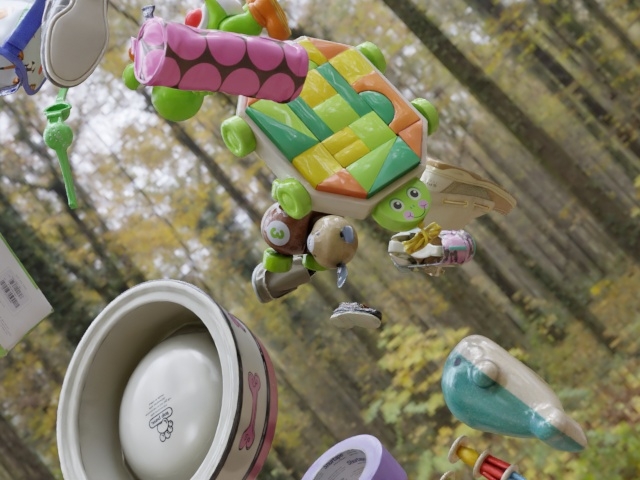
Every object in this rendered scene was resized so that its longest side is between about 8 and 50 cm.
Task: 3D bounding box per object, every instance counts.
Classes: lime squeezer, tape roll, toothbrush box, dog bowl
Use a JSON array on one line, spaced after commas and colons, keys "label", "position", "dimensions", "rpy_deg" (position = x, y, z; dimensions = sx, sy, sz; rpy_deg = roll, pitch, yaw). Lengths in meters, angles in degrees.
[{"label": "lime squeezer", "position": [-0.504, -0.222, 2.053], "dimensions": [0.059, 0.310, 0.110], "rpy_deg": [-20, -31, 15]}, {"label": "tape roll", "position": [0.051, 0.428, 1.778], "dimensions": [0.189, 0.080, 0.189], "rpy_deg": [-34, 18, 13]}, {"label": "toothbrush box", "position": [-0.539, 0.083, 1.404], "dimensions": [0.283, 0.206, 0.122], "rpy_deg": [-24, 16, 29]}, {"label": "dog bowl", "position": [-0.241, 0.276, 1.703], "dimensions": [0.408, 0.408, 0.150], "rpy_deg": [-44, -38, 16]}]

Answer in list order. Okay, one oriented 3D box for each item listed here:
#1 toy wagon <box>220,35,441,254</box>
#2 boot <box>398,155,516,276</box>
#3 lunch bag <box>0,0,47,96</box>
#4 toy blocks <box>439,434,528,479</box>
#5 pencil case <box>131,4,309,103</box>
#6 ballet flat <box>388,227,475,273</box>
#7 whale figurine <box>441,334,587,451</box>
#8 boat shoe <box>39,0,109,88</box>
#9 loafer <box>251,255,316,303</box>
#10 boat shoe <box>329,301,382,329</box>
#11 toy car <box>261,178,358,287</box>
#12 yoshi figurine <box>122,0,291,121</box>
[{"label": "toy wagon", "position": [0.044, -0.132, 1.428], "dimensions": [0.267, 0.344, 0.068], "rpy_deg": [-34, -17, -27]}, {"label": "boot", "position": [0.245, -0.029, 1.920], "dimensions": [0.262, 0.095, 0.203], "rpy_deg": [17, -83, -49]}, {"label": "lunch bag", "position": [-0.683, -0.505, 2.361], "dimensions": [0.386, 0.239, 0.327], "rpy_deg": [0, 58, 54]}, {"label": "toy blocks", "position": [0.271, 0.405, 1.697], "dimensions": [0.054, 0.148, 0.123], "rpy_deg": [-3, -65, -53]}, {"label": "pencil case", "position": [-0.123, -0.220, 1.270], "dimensions": [0.209, 0.095, 0.098], "rpy_deg": [5, 3, -34]}, {"label": "ballet flat", "position": [0.163, 0.014, 1.718], "dimensions": [0.079, 0.076, 0.221], "rpy_deg": [3, -4, -29]}, {"label": "whale figurine", "position": [0.304, 0.269, 1.690], "dimensions": [0.216, 0.272, 0.141], "rpy_deg": [36, -87, -39]}, {"label": "boat shoe", "position": [-0.442, -0.394, 1.870], "dimensions": [0.095, 0.112, 0.335], "rpy_deg": [-32, 44, 46]}, {"label": "loafer", "position": [-0.075, 0.073, 2.506], "dimensions": [0.087, 0.094, 0.251], "rpy_deg": [-15, 14, 36]}, {"label": "boat shoe", "position": [0.064, 0.124, 1.761], "dimensions": [0.042, 0.049, 0.133], "rpy_deg": [-55, 21, -21]}, {"label": "toy car", "position": [0.000, 0.000, 1.698], "dimensions": [0.149, 0.188, 0.155], "rpy_deg": [-2, -67, -26]}, {"label": "yoshi figurine", "position": [-0.228, -0.373, 2.179], "dimensions": [0.362, 0.203, 0.203], "rpy_deg": [-26, -27, 6]}]
